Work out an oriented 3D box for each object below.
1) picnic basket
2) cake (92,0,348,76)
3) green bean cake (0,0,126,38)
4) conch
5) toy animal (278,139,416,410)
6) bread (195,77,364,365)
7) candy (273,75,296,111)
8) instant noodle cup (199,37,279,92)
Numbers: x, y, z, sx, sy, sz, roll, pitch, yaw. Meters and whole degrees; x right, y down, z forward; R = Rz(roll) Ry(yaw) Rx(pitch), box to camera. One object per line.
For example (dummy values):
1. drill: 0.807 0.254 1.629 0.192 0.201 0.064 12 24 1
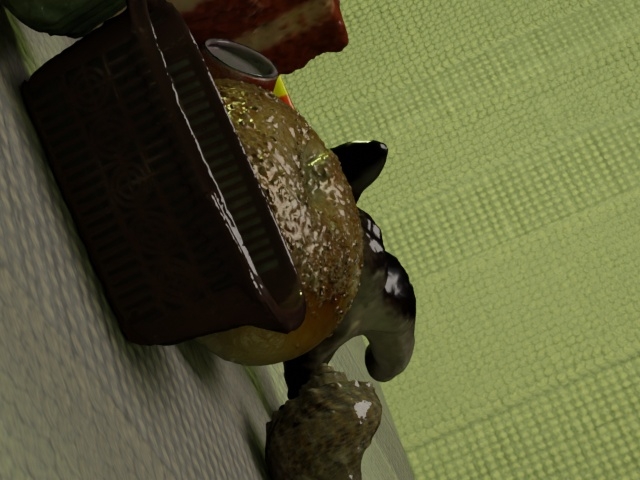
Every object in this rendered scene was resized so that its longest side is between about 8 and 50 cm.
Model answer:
1. picnic basket: -0.128 -0.041 1.275 0.222 0.129 0.296 -15 81 -85
2. cake: -0.145 -0.331 1.742 0.319 0.270 0.269 54 13 -65
3. green bean cake: -0.229 -0.277 1.239 0.227 0.125 0.222 59 5 -3
4. conch: 0.012 0.227 1.614 0.155 0.130 0.207 32 47 -60
5. toy animal: 0.000 0.000 1.837 0.302 0.194 0.344 95 -25 -49
6. bread: -0.061 -0.027 1.515 0.305 0.159 0.305 49 26 -34
7. candy: -0.070 -0.088 2.248 0.088 0.146 0.276 54 12 -79
8. instant noodle cup: -0.109 -0.137 1.686 0.127 0.135 0.127 21 23 -9
